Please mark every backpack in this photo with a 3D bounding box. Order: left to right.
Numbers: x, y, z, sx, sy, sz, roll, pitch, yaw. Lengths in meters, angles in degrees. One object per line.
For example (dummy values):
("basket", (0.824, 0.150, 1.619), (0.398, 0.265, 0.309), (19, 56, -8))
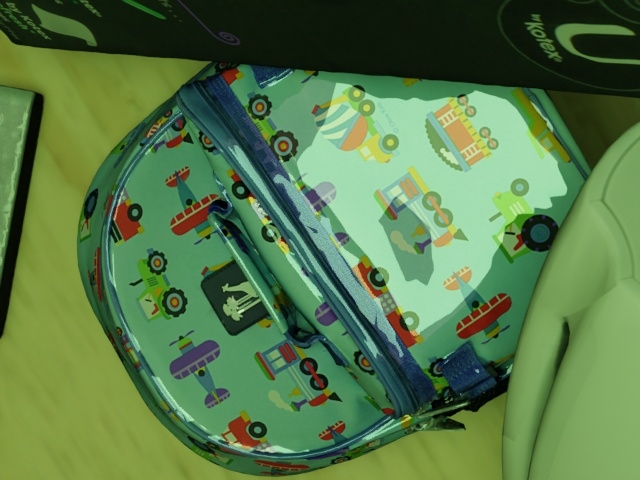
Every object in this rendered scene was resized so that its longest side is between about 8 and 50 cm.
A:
("backpack", (0.000, 0.000, 0.539), (0.173, 0.117, 0.158), (-29, 90, 4))

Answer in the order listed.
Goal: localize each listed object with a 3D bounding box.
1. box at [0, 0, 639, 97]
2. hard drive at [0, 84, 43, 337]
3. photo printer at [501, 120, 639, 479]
("box", (-0.002, -0.150, 0.441), (0.270, 0.143, 0.165), (10, 67, 37))
("hard drive", (-0.178, -0.020, 0.590), (0.135, 0.022, 0.094), (10, 91, 2))
("photo printer", (0.207, 0.048, 0.467), (0.307, 0.256, 0.107), (-11, 49, -2))
